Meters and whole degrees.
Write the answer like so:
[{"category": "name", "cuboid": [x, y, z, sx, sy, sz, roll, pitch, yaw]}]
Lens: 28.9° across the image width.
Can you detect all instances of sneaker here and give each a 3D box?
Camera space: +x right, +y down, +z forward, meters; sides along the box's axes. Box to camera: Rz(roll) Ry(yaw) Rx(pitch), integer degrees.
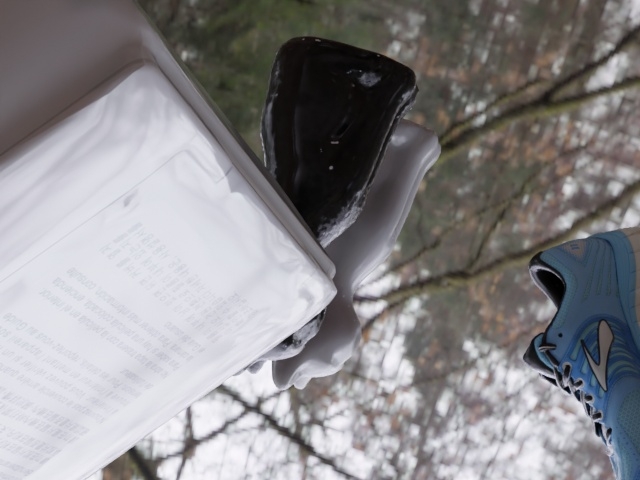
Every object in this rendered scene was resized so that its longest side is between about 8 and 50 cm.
[{"category": "sneaker", "cuboid": [0.135, 0.070, 0.604, 0.073, 0.063, 0.162, -3, -125, 0]}]

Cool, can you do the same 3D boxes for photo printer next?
[{"category": "photo printer", "cuboid": [-0.162, 0.039, 0.501, 0.307, 0.256, 0.107, -36, -117, 2]}]

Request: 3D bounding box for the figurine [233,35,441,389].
[{"category": "figurine", "cuboid": [0.000, 0.000, 0.828, 0.092, 0.210, 0.215, 17, 172, 15]}]
